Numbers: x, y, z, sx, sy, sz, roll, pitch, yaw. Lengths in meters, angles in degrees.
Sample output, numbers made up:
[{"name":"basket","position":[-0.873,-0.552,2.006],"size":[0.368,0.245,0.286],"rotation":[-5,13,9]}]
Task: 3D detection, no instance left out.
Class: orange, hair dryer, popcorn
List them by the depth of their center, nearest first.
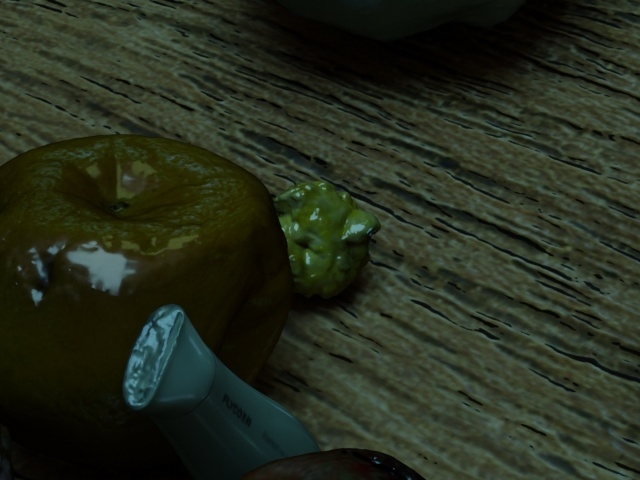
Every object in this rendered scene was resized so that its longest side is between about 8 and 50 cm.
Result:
[{"name":"hair dryer","position":[-0.085,0.181,0.982],"size":[0.075,0.206,0.237],"rotation":[11,68,28]},{"name":"orange","position":[-0.143,0.043,1.124],"size":[0.249,0.183,0.249],"rotation":[4,24,-2]},{"name":"popcorn","position":[0.000,0.000,1.241],"size":[0.084,0.084,0.084],"rotation":[-4,41,3]}]

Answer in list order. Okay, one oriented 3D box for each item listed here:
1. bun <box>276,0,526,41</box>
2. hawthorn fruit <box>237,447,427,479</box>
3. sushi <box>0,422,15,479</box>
[{"name":"bun","position":[0.066,-0.287,1.463],"size":[0.354,0.194,0.354],"rotation":[-2,39,2]},{"name":"hawthorn fruit","position":[-0.012,0.224,0.918],"size":[0.235,0.181,0.181],"rotation":[-45,49,-4]},{"name":"sushi","position":[-0.285,0.197,0.971],"size":[0.270,0.171,0.236],"rotation":[-23,43,-11]}]
